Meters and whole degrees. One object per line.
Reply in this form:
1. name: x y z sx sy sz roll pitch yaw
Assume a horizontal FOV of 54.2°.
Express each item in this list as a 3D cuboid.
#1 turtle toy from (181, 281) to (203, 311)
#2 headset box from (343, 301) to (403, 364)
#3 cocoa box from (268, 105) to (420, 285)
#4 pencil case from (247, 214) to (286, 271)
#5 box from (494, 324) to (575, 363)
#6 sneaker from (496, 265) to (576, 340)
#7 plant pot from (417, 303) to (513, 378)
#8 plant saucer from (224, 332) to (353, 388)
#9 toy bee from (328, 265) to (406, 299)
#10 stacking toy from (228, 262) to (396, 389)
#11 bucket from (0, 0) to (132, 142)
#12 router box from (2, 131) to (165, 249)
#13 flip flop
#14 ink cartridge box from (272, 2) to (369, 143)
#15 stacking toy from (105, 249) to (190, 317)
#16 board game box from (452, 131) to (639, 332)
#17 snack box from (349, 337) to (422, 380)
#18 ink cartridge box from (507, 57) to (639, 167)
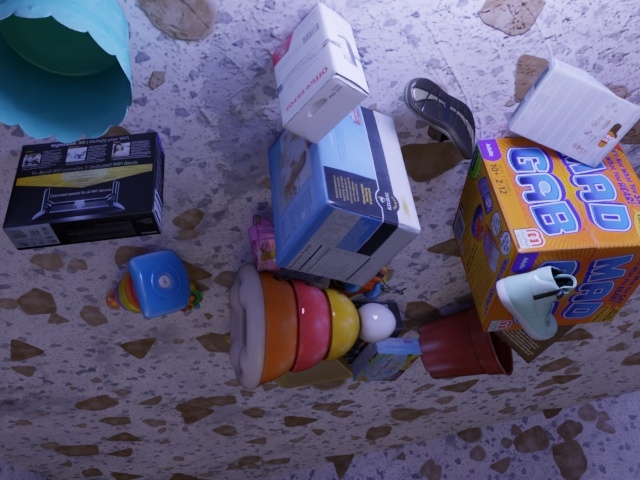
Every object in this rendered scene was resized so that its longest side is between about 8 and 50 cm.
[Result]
1. turtle toy: -0.421 0.184 1.911 0.130 0.066 0.095 -12 143 5
2. headset box: 0.139 0.315 2.156 0.218 0.110 0.293 3 142 -15
3. cocoa box: 0.037 -0.116 1.377 0.227 0.347 0.231 14 138 -26
4. pencil case: 0.000 0.000 1.680 0.386 0.160 0.167 -3 121 -6
5. box: 0.710 0.176 1.933 0.191 0.143 0.381 43 113 0
6. sneaker: 0.527 0.147 1.429 0.151 0.094 0.256 -24 137 31
7. plant pot: 0.497 0.360 2.183 0.265 0.272 0.272 -18 143 26
8. plant saucer: -0.100 0.361 2.104 0.332 0.081 0.333 -19 127 37
9. toy bee: 0.146 0.092 1.862 0.298 0.162 0.195 -1 159 34
10. stacking toy: -0.013 0.240 1.804 0.479 0.351 0.351 1 142 -18
11. bucket: -0.476 -0.334 1.128 0.281 0.183 0.281 -5 142 -4
12. router box: -0.503 -0.113 1.363 0.308 0.243 0.081 -6 143 -2
13. flip flop: 0.270 -0.275 1.429 0.277 0.112 0.080 25 158 -39
14. ink cartridge box: -0.005 -0.321 1.206 0.092 0.218 0.158 23 133 -35
15. stacking toy: -0.527 0.149 1.796 0.301 0.175 0.165 -20 176 40
16. board game box: 0.579 -0.018 1.601 0.356 0.356 0.357 -4 143 -4
17. snack box: 0.222 0.411 2.151 0.174 0.070 0.207 6 139 -24
18. ink cartridge box: 0.582 -0.289 1.439 0.232 0.066 0.189 19 137 -8
